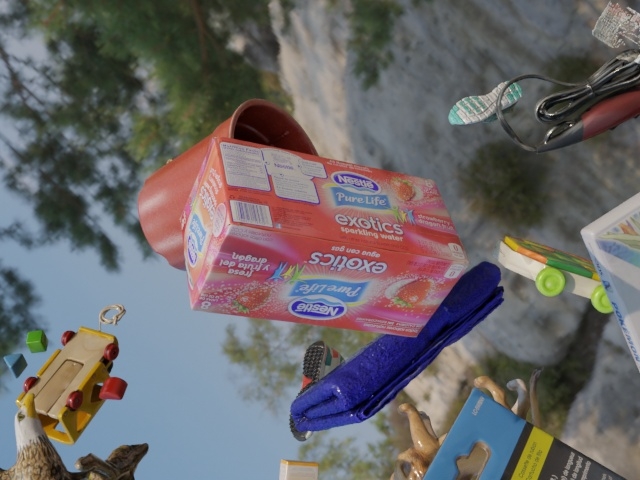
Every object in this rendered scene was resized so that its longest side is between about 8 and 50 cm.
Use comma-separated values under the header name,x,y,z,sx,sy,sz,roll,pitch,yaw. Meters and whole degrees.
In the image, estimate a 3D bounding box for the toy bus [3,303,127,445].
name,x,y,z,sx,sy,sz,roll,pitch,yaw
toy bus,-0.382,0.225,1.423,0.191,0.202,0.104,-118,14,-46

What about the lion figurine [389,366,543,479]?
name,x,y,z,sx,sy,sz,roll,pitch,yaw
lion figurine,0.299,0.416,1.773,0.142,0.392,0.240,52,-164,-57

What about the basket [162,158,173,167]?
name,x,y,z,sx,sy,sz,roll,pitch,yaw
basket,-0.232,-0.108,1.991,0.213,0.223,0.299,45,-172,19

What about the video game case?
name,x,y,z,sx,sy,sz,roll,pitch,yaw
video game case,0.576,0.032,1.337,0.300,0.329,0.036,62,169,-16

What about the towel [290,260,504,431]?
name,x,y,z,sx,sy,sz,roll,pitch,yaw
towel,0.110,0.160,1.254,0.076,0.308,0.227,53,155,6

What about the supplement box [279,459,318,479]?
name,x,y,z,sx,sy,sz,roll,pitch,yaw
supplement box,-0.041,0.438,1.574,0.062,0.098,0.036,10,170,-22

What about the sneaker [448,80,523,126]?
name,x,y,z,sx,sy,sz,roll,pitch,yaw
sneaker,0.342,-0.266,1.854,0.076,0.166,0.065,87,159,-61

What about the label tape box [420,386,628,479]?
name,x,y,z,sx,sy,sz,roll,pitch,yaw
label tape box,0.249,0.335,0.923,0.334,0.106,0.240,30,-144,13

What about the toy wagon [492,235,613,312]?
name,x,y,z,sx,sy,sz,roll,pitch,yaw
toy wagon,0.534,0.076,1.858,0.344,0.068,0.267,16,-169,-7

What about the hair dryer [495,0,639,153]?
name,x,y,z,sx,sy,sz,roll,pitch,yaw
hair dryer,0.357,-0.168,0.979,0.293,0.223,0.080,23,-150,-13

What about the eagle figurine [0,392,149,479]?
name,x,y,z,sx,sy,sz,roll,pitch,yaw
eagle figurine,-0.353,0.288,1.024,0.225,0.298,0.226,-96,-11,-51

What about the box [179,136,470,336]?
name,x,y,z,sx,sy,sz,roll,pitch,yaw
box,0.000,0.000,1.056,0.300,0.142,0.154,9,-138,-25

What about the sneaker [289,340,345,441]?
name,x,y,z,sx,sy,sz,roll,pitch,yaw
sneaker,0.004,0.244,1.414,0.075,0.161,0.057,31,149,-34

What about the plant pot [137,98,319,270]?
name,x,y,z,sx,sy,sz,roll,pitch,yaw
plant pot,-0.168,-0.077,1.609,0.272,0.265,0.272,34,-135,-43
